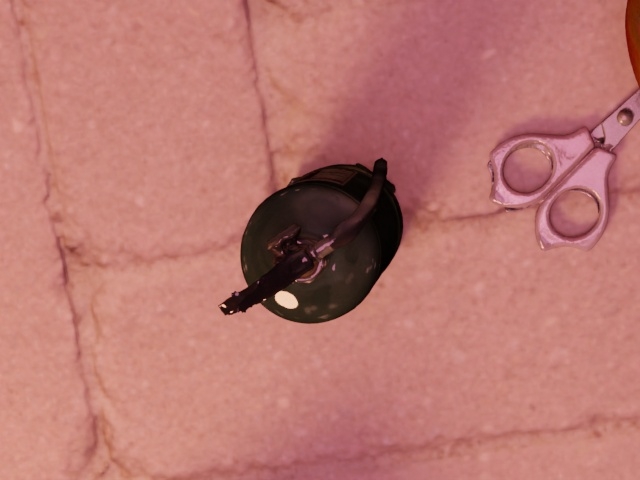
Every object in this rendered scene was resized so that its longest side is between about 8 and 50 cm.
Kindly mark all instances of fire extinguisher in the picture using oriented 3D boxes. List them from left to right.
[{"bbox_3d":[0.000,0.000,1.263,0.118,0.294,0.093,-35,91,9],"label":"fire extinguisher"}]

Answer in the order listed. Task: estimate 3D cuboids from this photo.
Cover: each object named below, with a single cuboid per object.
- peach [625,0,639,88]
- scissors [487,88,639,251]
[{"bbox_3d":[0.299,-0.145,1.276,0.190,0.190,0.192,39,66,1],"label":"peach"},{"bbox_3d":[0.205,-0.077,1.374,0.100,0.015,0.189,44,97,-2],"label":"scissors"}]
